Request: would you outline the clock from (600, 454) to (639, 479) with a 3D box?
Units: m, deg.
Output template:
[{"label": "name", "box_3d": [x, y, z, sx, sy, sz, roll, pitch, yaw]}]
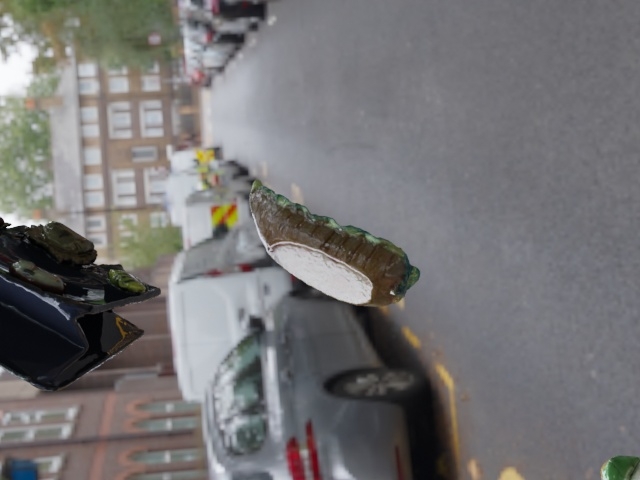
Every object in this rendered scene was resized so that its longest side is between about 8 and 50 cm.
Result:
[{"label": "clock", "box_3d": [0.361, 0.275, 1.075, 0.144, 0.231, 0.103, -41, 18, 57]}]

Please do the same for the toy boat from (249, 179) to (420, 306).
[{"label": "toy boat", "box_3d": [-0.009, 0.004, 1.501, 0.293, 0.099, 0.108, 30, 134, 27]}]

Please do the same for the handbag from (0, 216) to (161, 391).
[{"label": "handbag", "box_3d": [-0.388, 0.048, 1.441, 0.122, 0.303, 0.329, -66, -8, 10]}]
